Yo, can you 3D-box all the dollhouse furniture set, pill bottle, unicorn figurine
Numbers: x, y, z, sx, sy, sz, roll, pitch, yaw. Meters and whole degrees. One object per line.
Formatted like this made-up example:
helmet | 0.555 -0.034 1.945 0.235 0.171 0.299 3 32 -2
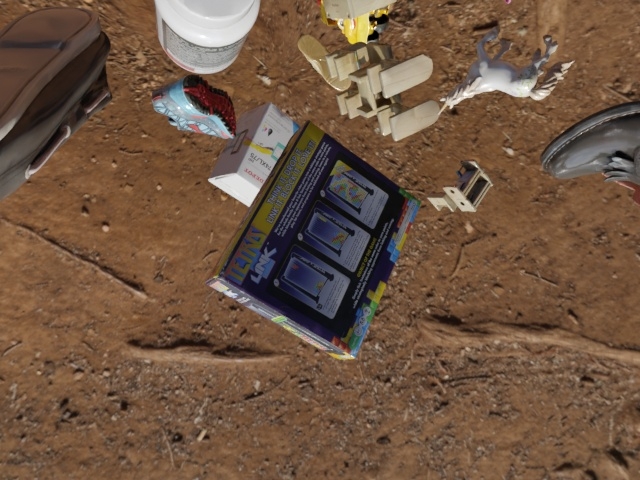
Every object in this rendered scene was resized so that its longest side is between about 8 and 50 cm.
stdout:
dollhouse furniture set | 0.476 -0.193 1.650 0.129 0.183 0.129 43 75 -24
pill bottle | -0.187 -0.383 0.760 0.161 0.283 0.161 -2 97 -18
unicorn figurine | 0.236 -0.224 0.626 0.060 0.162 0.111 31 86 -45
dollhouse furniture set | 0.121 -0.329 0.805 0.161 0.212 0.242 -27 124 -11

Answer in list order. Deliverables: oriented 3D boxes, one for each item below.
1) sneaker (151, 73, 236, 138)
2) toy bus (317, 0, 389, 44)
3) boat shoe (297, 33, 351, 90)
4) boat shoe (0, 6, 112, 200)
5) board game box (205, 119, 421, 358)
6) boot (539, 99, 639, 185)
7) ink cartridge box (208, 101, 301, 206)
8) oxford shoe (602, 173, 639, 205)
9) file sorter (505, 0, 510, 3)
sneaker | -0.281 -0.296 1.056 0.125 0.262 0.104 -7 82 15
toy bus | 0.069 -0.610 1.196 0.211 0.220 0.149 16 143 10
boat shoe | 0.013 -0.454 1.185 0.063 0.059 0.170 -40 110 16
boat shoe | -0.255 -0.082 0.376 0.112 0.335 0.095 5 136 6
board game box | 0.000 0.000 0.430 0.141 0.048 0.170 33 67 -14
boot | 0.347 -0.019 0.432 0.091 0.263 0.229 7 78 -42
ink cartridge box | -0.195 -0.268 1.535 0.198 0.197 0.270 33 70 -34
oxford shoe | 0.763 -0.175 1.072 0.140 0.397 0.147 14 122 -12
file sorter | 0.625 -0.848 1.320 0.290 0.202 0.182 -30 92 19
